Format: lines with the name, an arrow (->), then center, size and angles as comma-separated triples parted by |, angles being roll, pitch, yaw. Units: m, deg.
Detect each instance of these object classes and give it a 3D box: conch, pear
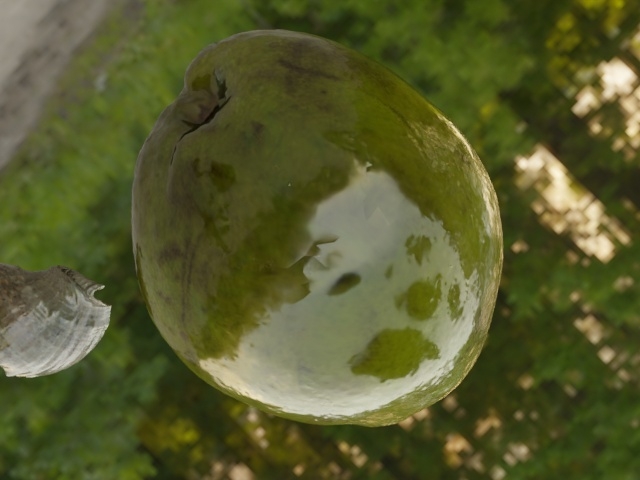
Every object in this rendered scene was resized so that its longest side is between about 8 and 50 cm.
conch -> -0.324, 0.086, 1.958 | 0.207, 0.130, 0.155 | -17, 144, 14
pear -> 0.000, 0.000, 1.686 | 0.352, 0.413, 0.352 | -33, -155, 17
